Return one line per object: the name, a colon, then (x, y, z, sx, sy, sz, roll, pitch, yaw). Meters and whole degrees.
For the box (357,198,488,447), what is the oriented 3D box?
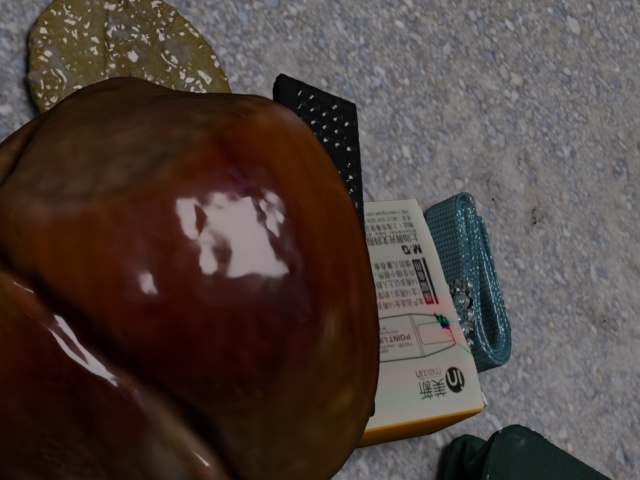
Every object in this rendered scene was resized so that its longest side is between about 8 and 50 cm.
box: (0.003, 0.079, 1.667, 0.274, 0.091, 0.221, -3, 71, -42)

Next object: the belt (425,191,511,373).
belt: (0.131, 0.039, 1.829, 0.100, 0.065, 0.179, 14, 59, -47)

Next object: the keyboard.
keyboard: (0.000, 0.000, 1.627, 0.101, 0.018, 0.310, 19, 55, -34)

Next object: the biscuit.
biscuit: (-0.163, -0.131, 1.665, 0.220, 0.033, 0.220, 20, 56, -33)

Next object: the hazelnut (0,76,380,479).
hazelnut: (-0.127, 0.058, 1.404, 0.372, 0.372, 0.315, 65, 5, 4)

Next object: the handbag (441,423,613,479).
handbag: (0.237, 0.331, 1.759, 0.326, 0.089, 0.238, 33, 55, -27)
